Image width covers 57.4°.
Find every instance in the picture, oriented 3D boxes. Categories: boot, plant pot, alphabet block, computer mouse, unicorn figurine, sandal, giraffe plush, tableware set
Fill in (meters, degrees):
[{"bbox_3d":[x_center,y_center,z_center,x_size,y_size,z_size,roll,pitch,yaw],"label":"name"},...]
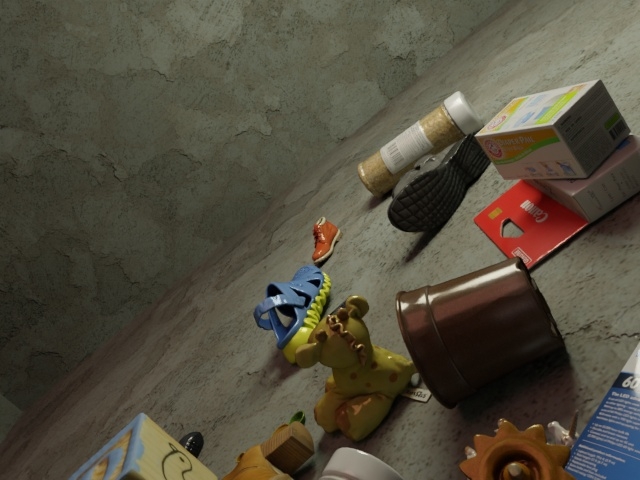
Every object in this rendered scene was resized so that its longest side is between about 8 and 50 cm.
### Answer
[{"bbox_3d":[-0.100,0.402,0.826,0.211,0.104,0.295,-44,10,11],"label":"boot"},{"bbox_3d":[0.208,0.108,0.756,0.165,0.167,0.167,-29,19,19],"label":"plant pot"},{"bbox_3d":[-0.304,0.451,0.973,0.193,0.197,0.192,-42,16,1],"label":"alphabet block"},{"bbox_3d":[-0.307,0.484,1.179,0.071,0.041,0.242,-30,20,33],"label":"computer mouse"},{"bbox_3d":[0.210,0.232,0.610,0.161,0.060,0.111,-58,16,3],"label":"unicorn figurine"},{"bbox_3d":[-0.064,0.134,1.334,0.126,0.138,0.317,-51,9,21],"label":"sandal"},{"bbox_3d":[0.237,-0.112,1.378,0.338,0.118,0.223,-38,9,-28],"label":"boot"},{"bbox_3d":[0.044,0.185,0.897,0.210,0.170,0.181,-26,22,45],"label":"giraffe plush"},{"bbox_3d":[0.000,0.000,1.655,0.059,0.084,0.158,-27,23,37],"label":"boot"},{"bbox_3d":[-0.088,0.359,1.020,0.154,0.024,0.104,-37,16,17],"label":"tableware set"}]

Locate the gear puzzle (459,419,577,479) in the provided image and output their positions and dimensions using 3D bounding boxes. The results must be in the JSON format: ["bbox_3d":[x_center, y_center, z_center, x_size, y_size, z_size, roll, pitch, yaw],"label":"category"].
[{"bbox_3d":[0.200,0.253,0.352,0.175,0.044,0.339,-36,43,-5],"label":"gear puzzle"}]

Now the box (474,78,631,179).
[{"bbox_3d":[0.370,-0.173,0.956,0.114,0.103,0.203,-43,16,-11],"label":"box"}]

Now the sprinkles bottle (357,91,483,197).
[{"bbox_3d":[0.272,-0.262,1.631,0.355,0.121,0.121,-34,17,25],"label":"sprinkles bottle"}]

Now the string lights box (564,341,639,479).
[{"bbox_3d":[0.272,0.207,0.470,0.259,0.076,0.133,-47,17,-17],"label":"string lights box"}]

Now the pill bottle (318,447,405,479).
[{"bbox_3d":[0.006,0.350,0.625,0.131,0.131,0.229,-22,25,50],"label":"pill bottle"}]

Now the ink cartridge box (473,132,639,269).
[{"bbox_3d":[0.392,-0.095,1.009,0.261,0.066,0.296,-38,16,10],"label":"ink cartridge box"}]

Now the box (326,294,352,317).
[{"bbox_3d":[0.047,0.158,1.240,0.083,0.018,0.067,-42,16,-1],"label":"box"}]
